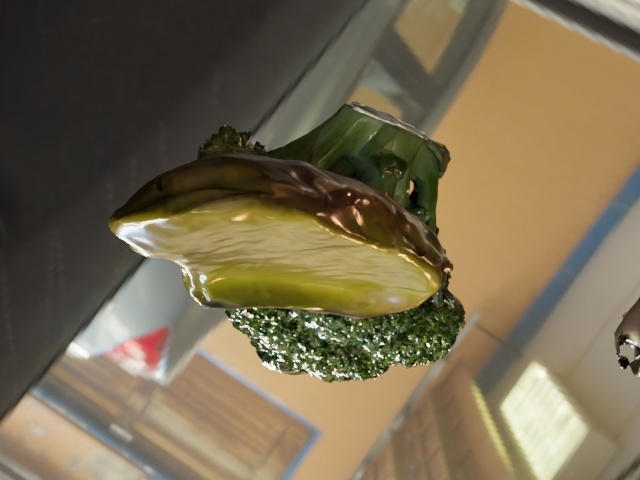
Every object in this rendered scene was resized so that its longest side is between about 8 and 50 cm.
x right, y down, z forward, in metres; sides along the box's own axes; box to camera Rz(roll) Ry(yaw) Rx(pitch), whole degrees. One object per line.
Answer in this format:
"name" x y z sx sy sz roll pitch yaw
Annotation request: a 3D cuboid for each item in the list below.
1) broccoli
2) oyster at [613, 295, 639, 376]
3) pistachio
"broccoli" 0.000 0.000 0.617 0.138 0.162 0.146 -64 -159 11
"oyster" 0.302 0.064 1.073 0.209 0.072 0.133 88 19 -69
"pistachio" -0.017 -0.005 0.472 0.089 0.049 0.173 -20 157 29
